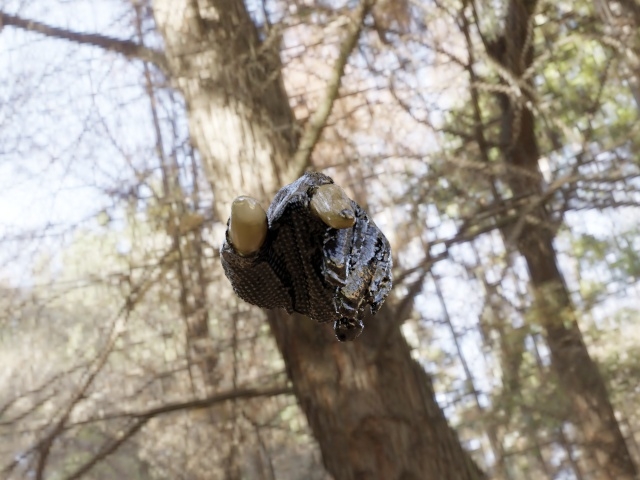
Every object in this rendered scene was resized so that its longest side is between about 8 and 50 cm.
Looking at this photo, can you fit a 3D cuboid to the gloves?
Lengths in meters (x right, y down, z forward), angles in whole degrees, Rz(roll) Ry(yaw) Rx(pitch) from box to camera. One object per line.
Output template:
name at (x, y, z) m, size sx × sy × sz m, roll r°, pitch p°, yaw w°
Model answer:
gloves at (0.003, -0.001, 0.784) m, size 0.106 × 0.129 × 0.181 m, roll -48°, pitch 1°, yaw -26°
